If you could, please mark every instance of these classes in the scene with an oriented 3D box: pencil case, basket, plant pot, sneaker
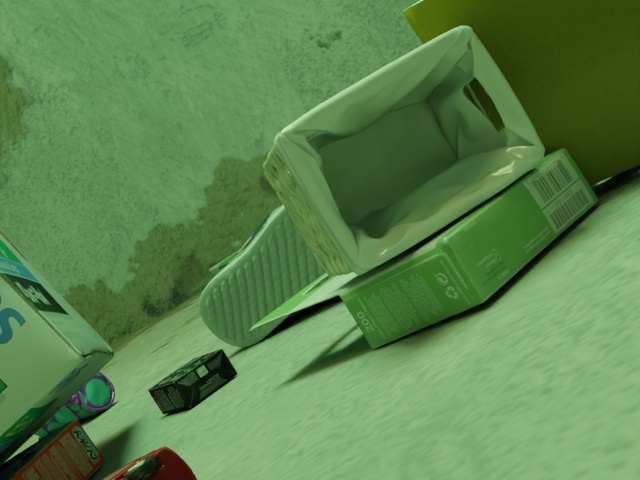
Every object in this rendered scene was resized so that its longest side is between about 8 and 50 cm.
[{"bbox_3d":[-0.354,0.229,1.483,0.152,0.064,0.070,-29,-12,38],"label":"pencil case"},{"bbox_3d":[0.052,-0.058,0.758,0.167,0.113,0.103,-32,1,-18],"label":"basket"},{"bbox_3d":[0.223,-0.157,0.847,0.212,0.187,0.212,-24,7,26],"label":"plant pot"},{"bbox_3d":[0.000,0.000,1.150,0.321,0.126,0.127,-31,9,39],"label":"sneaker"}]

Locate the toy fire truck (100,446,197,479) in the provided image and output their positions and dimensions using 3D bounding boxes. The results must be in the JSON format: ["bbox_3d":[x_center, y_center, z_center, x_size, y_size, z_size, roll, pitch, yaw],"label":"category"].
[{"bbox_3d":[-0.165,0.190,0.579,0.135,0.047,0.192,-30,3,45],"label":"toy fire truck"}]

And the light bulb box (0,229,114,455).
[{"bbox_3d":[-0.397,0.149,0.946,0.361,0.225,0.358,-44,1,-8],"label":"light bulb box"}]

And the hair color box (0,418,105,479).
[{"bbox_3d":[-0.260,0.220,0.918,0.093,0.053,0.167,-32,2,9],"label":"hair color box"}]

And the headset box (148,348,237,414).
[{"bbox_3d":[-0.129,0.141,1.054,0.062,0.032,0.083,-33,3,-32],"label":"headset box"}]

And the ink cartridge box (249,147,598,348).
[{"bbox_3d":[0.074,0.021,0.816,0.171,0.056,0.235,-35,3,-42],"label":"ink cartridge box"}]

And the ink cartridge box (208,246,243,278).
[{"bbox_3d":[-0.048,0.018,1.604,0.208,0.087,0.153,-34,4,-18],"label":"ink cartridge box"}]
